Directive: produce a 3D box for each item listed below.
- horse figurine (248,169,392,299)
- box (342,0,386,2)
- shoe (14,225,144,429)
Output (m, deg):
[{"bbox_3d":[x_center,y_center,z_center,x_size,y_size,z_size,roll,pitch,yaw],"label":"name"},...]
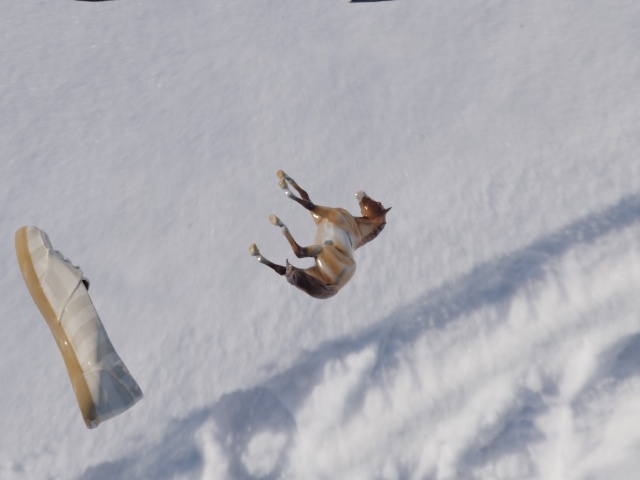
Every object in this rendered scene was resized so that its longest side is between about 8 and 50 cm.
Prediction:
[{"bbox_3d":[0.000,0.000,1.382,0.174,0.263,0.066,35,126,-16],"label":"horse figurine"},{"bbox_3d":[0.051,-0.456,1.288,0.087,0.169,0.289,-7,107,-12],"label":"box"},{"bbox_3d":[-0.232,0.073,0.959,0.058,0.076,0.219,-24,66,-11],"label":"shoe"}]
